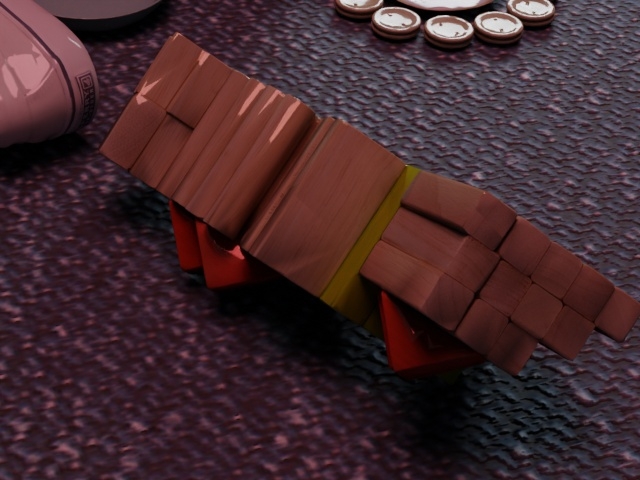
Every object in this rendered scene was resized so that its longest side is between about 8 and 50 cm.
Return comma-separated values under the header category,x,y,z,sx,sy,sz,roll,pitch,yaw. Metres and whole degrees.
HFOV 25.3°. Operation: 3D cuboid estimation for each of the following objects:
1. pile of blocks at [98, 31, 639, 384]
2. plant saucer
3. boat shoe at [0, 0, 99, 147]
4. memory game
category,x,y,z,sx,sy,sz,roll,pitch,yaw
pile of blocks,0.000,0.000,0.779,0.362,0.149,0.113,33,88,44
plant saucer,-0.167,-0.183,1.044,0.119,0.021,0.119,2,37,-1
boat shoe,-0.259,-0.138,0.926,0.267,0.096,0.088,39,45,26
memory game,0.092,-0.195,1.092,0.186,0.012,0.186,3,38,-2
